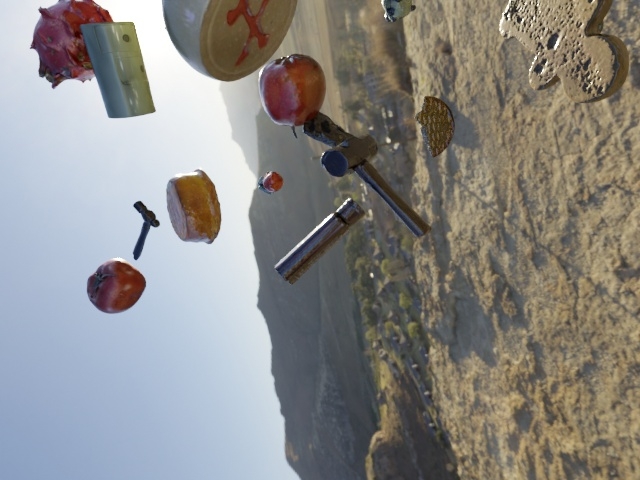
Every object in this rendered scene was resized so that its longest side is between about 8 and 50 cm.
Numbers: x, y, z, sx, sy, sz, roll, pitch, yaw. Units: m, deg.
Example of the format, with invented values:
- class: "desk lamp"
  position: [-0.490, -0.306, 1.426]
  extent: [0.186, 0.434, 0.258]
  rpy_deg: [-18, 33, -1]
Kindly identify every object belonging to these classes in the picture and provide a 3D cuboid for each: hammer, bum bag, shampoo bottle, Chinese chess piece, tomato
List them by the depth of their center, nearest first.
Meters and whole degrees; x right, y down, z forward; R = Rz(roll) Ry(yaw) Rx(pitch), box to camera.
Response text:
- class: "hammer"
  position: [-0.365, -0.011, 0.825]
  extent: [0.065, 0.021, 0.178]
  rpy_deg: [49, 137, 5]
- class: "Chinese chess piece"
  position: [-0.205, -0.545, 0.951]
  extent: [0.140, 0.338, 0.338]
  rpy_deg: [43, 168, 8]
- class: "shampoo bottle"
  position: [0.000, 0.000, 1.275]
  extent: [0.084, 0.323, 0.129]
  rpy_deg: [47, -179, 10]
- class: "hammer"
  position: [0.200, -0.160, 1.309]
  extent: [0.408, 0.242, 0.095]
  rpy_deg: [49, 129, 1]
- class: "tomato"
  position: [-0.657, 0.140, 1.315]
  extent: [0.151, 0.187, 0.187]
  rpy_deg: [16, -132, -48]
- class: "bum bag"
  position: [0.050, -0.427, 1.668]
  extent: [0.074, 0.310, 0.136]
  rpy_deg: [-26, 35, 61]

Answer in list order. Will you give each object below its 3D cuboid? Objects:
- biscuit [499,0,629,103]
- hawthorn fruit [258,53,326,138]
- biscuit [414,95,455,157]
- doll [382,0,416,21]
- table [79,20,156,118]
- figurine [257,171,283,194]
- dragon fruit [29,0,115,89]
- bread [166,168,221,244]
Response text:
- class: "biscuit"
  position: [0.428, -0.365, 0.712]
  extent: [0.196, 0.049, 0.301]
  rpy_deg: [94, 160, -60]
- class: "hawthorn fruit"
  position: [-0.097, -0.531, 1.521]
  extent: [0.254, 0.254, 0.300]
  rpy_deg: [-113, 11, -55]
- class: "biscuit"
  position: [0.450, -0.450, 1.616]
  extent: [0.031, 0.177, 0.228]
  rpy_deg: [-103, 22, -68]
- class: "doll"
  position: [0.262, -0.859, 1.385]
  extent: [0.144, 0.135, 0.234]
  rpy_deg: [35, -116, -42]
- class: "table"
  position: [-0.516, -0.438, 1.043]
  extent: [0.126, 0.127, 0.219]
  rpy_deg: [-115, 19, -62]
- class: "figurine"
  position: [-0.168, -0.194, 1.362]
  extent: [0.068, 0.075, 0.140]
  rpy_deg: [32, 180, -17]
- class: "dragon fruit"
  position: [-0.676, -0.537, 1.109]
  extent: [0.205, 0.268, 0.210]
  rpy_deg: [50, -173, 37]
- class: "bread"
  position: [-0.514, -0.131, 1.644]
  extent: [0.312, 0.173, 0.311]
  rpy_deg: [26, 121, 52]
